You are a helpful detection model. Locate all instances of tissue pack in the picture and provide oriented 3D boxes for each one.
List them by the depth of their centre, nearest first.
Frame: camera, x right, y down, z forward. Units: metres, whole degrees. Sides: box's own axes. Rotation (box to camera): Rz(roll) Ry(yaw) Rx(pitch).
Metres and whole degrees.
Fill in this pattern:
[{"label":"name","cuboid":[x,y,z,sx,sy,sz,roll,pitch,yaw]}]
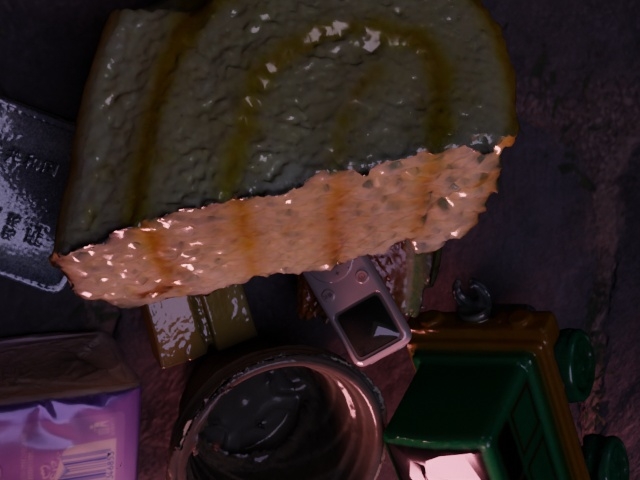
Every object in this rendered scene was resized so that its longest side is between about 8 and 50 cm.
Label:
[{"label":"tissue pack","cuboid":[-0.304,0.271,1.128,0.242,0.160,0.338,-3,111,-23]}]

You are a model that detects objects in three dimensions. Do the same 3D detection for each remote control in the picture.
[{"label":"remote control","cuboid":[0.000,0.000,1.162,0.067,0.029,0.261,-30,88,14]}]

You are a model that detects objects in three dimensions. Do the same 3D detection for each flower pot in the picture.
[{"label":"flower pot","cuboid":[-0.059,0.195,1.226,0.235,0.140,0.235,-8,111,-21]}]

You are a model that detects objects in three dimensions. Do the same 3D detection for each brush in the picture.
[{"label":"brush","cuboid":[-0.143,0.002,1.171,0.103,0.047,0.233,-19,109,-18]}]

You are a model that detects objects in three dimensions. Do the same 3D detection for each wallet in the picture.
[{"label":"wallet","cuboid":[-0.302,-0.054,1.076,0.222,0.036,0.167,21,99,-30]}]

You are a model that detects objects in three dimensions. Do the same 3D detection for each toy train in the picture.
[{"label":"toy train","cuboid":[0.200,0.242,1.280,0.249,0.178,0.429,-52,130,-46]}]

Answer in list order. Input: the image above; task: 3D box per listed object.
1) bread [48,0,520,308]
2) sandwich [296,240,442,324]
[{"label":"bread","cuboid":[-0.050,-0.115,1.037,0.395,0.239,0.264,-11,74,-6]},{"label":"sandwich","cuboid":[0.049,-0.010,1.229,0.160,0.109,0.184,-5,114,-2]}]
